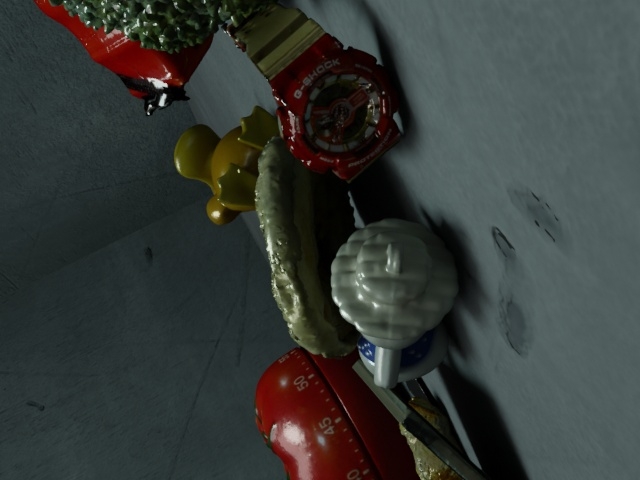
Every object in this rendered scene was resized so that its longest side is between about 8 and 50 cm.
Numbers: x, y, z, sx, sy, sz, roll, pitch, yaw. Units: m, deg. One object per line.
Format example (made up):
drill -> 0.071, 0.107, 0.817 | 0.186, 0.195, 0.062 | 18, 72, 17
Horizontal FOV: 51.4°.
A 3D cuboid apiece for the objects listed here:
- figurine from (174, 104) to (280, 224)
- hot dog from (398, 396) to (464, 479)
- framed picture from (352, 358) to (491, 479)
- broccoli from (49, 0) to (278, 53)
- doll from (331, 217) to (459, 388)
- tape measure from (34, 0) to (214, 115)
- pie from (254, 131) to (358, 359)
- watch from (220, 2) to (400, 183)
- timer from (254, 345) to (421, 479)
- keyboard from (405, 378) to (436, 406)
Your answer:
figurine -> -0.127, -0.118, 1.128 | 0.228, 0.215, 0.215 | 14, 136, 47
hot dog -> 0.168, 0.301, 0.996 | 0.061, 0.078, 0.169 | -80, -30, -78
framed picture -> 0.158, 0.254, 0.814 | 0.260, 0.023, 0.189 | 43, 177, -16
broccoli -> -0.129, -0.272, 0.474 | 0.288, 0.235, 0.260 | -7, 110, 36
doll -> 0.077, 0.074, 0.683 | 0.119, 0.138, 0.293 | 13, 157, 13
tape measure -> -0.197, -0.306, 0.696 | 0.114, 0.260, 0.253 | -4, 143, 45
pie -> 0.000, 0.000, 0.755 | 0.274, 0.055, 0.274 | -11, -90, -73
watch -> -0.019, -0.153, 0.631 | 0.165, 0.102, 0.268 | 49, -177, -39
timer -> 0.038, 0.379, 1.307 | 0.378, 0.279, 0.378 | 60, 169, 20
keyboard -> 0.131, 0.193, 1.071 | 0.196, 0.015, 0.074 | 58, 166, 27
